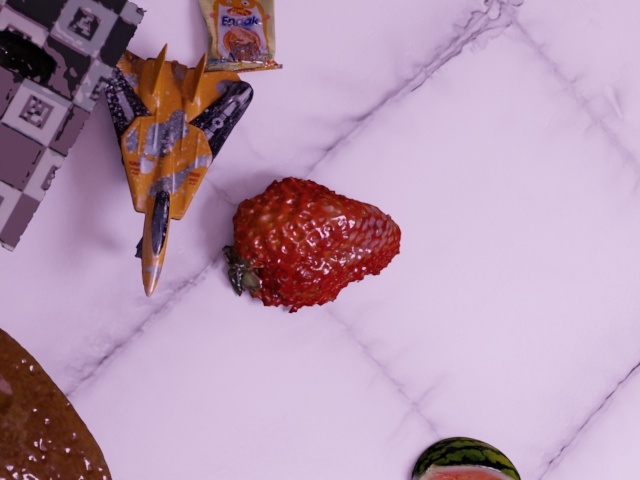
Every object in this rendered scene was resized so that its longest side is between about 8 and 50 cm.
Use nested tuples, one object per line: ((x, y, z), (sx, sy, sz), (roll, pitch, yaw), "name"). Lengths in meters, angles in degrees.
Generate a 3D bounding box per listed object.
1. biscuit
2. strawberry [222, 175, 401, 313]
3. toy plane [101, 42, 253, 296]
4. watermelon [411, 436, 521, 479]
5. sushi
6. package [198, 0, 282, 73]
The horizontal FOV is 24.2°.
((-0.390, 0.263, 1.663), (0.367, 0.063, 0.314), (55, 42, -9), "biscuit")
((-0.003, -0.007, 1.876), (0.236, 0.107, 0.175), (-30, 94, -21), "strawberry")
((-0.193, -0.079, 1.816), (0.204, 0.103, 0.316), (11, 76, -17), "toy plane")
((0.204, 0.298, 1.930), (0.163, 0.069, 0.087), (13, 78, -16), "watermelon")
((-0.444, -0.214, 1.768), (0.359, 0.064, 0.343), (29, 75, -13), "sushi")
((-0.104, -0.270, 1.915), (0.108, 0.031, 0.121), (-3, 83, -20), "package")
